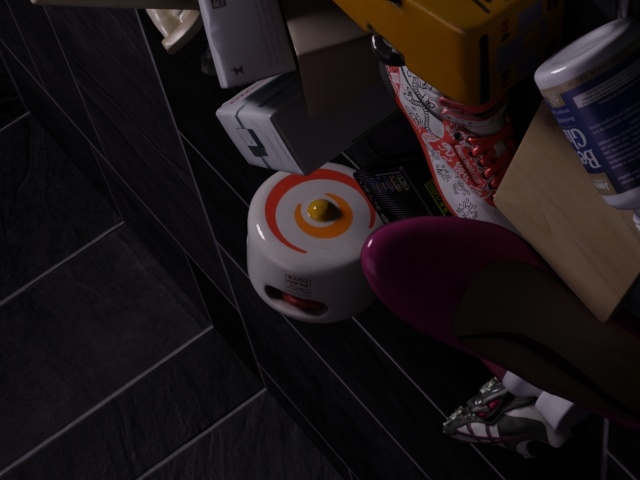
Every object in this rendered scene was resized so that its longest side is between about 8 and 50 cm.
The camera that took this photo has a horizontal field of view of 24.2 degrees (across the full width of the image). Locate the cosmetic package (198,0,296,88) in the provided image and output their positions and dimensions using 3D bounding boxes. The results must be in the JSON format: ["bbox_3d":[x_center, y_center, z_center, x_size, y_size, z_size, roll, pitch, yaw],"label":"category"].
[{"bbox_3d":[-0.085,-0.233,1.667,0.231,0.085,0.117,-134,28,-81],"label":"cosmetic package"}]

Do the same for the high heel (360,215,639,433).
[{"bbox_3d":[0.216,0.085,1.379,0.377,0.127,0.181,19,-168,-28],"label":"high heel"}]

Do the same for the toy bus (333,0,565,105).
[{"bbox_3d":[0.058,-0.264,1.327,0.332,0.130,0.108,47,164,29],"label":"toy bus"}]

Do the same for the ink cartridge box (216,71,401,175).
[{"bbox_3d":[-0.016,-0.156,1.765,0.087,0.153,0.208,59,166,-17],"label":"ink cartridge box"}]

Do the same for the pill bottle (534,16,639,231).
[{"bbox_3d":[0.250,-0.083,1.185,0.169,0.094,0.094,58,165,-10],"label":"pill bottle"}]

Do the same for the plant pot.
[{"bbox_3d":[0.015,-0.215,1.607,0.109,0.096,0.109,78,177,-57],"label":"plant pot"}]

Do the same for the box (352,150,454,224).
[{"bbox_3d":[0.129,-0.019,1.818,0.184,0.045,0.191,59,166,-9],"label":"box"}]

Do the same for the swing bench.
[{"bbox_3d":[-0.265,-0.401,1.870,0.255,0.165,0.253,13,-142,-51],"label":"swing bench"}]

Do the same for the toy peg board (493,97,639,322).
[{"bbox_3d":[0.256,-0.040,1.344,0.161,0.079,0.160,50,149,21],"label":"toy peg board"}]

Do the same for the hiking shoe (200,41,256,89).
[{"bbox_3d":[-0.082,-0.269,1.905,0.114,0.086,0.227,28,153,4],"label":"hiking shoe"}]

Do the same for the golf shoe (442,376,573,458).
[{"bbox_3d":[0.239,0.240,1.937,0.120,0.105,0.273,46,165,6],"label":"golf shoe"}]

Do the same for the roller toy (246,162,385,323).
[{"bbox_3d":[0.000,0.000,1.960,0.209,0.191,0.146,58,160,31],"label":"roller toy"}]

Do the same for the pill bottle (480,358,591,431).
[{"bbox_3d":[0.221,0.092,1.618,0.221,0.121,0.121,49,165,23],"label":"pill bottle"}]

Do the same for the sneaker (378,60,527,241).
[{"bbox_3d":[0.156,-0.101,1.461,0.270,0.090,0.145,58,168,0],"label":"sneaker"}]
